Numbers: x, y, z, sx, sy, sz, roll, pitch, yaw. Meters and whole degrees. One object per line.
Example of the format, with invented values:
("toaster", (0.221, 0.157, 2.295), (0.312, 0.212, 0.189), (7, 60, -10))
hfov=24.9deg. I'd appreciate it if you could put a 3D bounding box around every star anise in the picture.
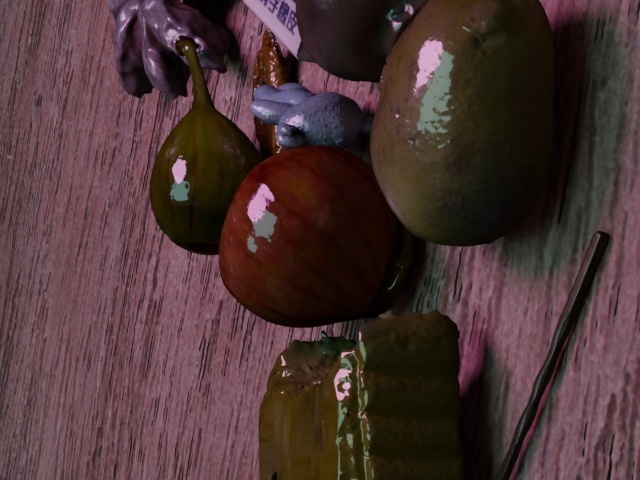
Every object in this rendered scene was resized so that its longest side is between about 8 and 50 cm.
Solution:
("star anise", (-0.206, -0.332, 1.850), (0.316, 0.139, 0.359), (-57, 41, 26))

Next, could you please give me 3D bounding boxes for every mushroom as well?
("mushroom", (0.039, -0.243, 1.460), (0.141, 0.117, 0.188), (53, 133, 37))

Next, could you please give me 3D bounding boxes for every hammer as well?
("hammer", (0.192, 0.124, 1.266), (0.058, 0.029, 0.292), (39, 116, 50))

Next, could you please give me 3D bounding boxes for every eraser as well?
("eraser", (-0.026, -0.298, 1.629), (0.210, 0.068, 0.124), (51, 129, 48))

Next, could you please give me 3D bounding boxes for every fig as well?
("fig", (-0.122, -0.115, 1.685), (0.151, 0.151, 0.259), (-13, 69, 56))
("fig", (-0.001, 0.001, 1.450), (0.205, 0.205, 0.205), (-14, 73, 56))

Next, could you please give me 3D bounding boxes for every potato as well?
("potato", (0.132, -0.120, 1.282), (0.174, 0.159, 0.251), (22, 118, 30))

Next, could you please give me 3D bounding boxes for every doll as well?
("doll", (-0.018, -0.126, 1.559), (0.180, 0.120, 0.075), (-155, 56, -63))

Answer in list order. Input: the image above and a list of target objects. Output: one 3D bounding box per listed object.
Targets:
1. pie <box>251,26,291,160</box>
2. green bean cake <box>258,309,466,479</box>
("pie", (-0.055, -0.149, 1.682), (0.088, 0.033, 0.191), (-20, 73, 62))
("green bean cake", (0.033, 0.187, 1.380), (0.236, 0.124, 0.232), (152, 121, -62))
